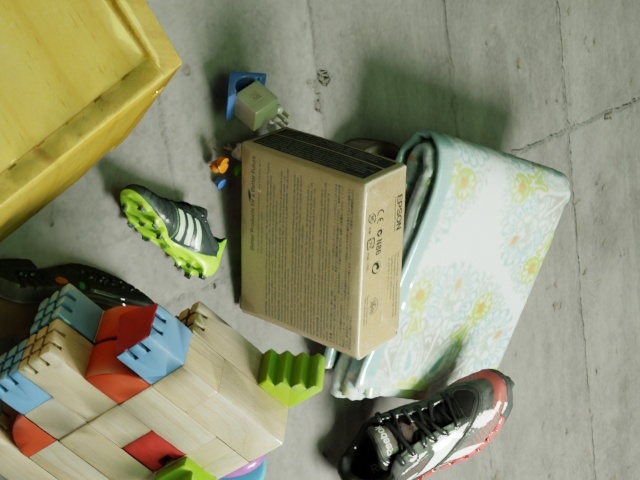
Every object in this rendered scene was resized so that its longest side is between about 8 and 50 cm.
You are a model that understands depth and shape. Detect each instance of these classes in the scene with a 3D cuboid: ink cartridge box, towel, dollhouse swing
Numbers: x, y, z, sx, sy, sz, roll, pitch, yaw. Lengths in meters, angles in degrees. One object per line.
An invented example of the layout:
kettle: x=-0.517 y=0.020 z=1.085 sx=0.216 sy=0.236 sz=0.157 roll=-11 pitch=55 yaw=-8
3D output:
ink cartridge box: x=0.000 y=0.000 z=1.666 sx=0.088 sy=0.193 sz=0.234 roll=-27 pitch=129 yaw=-44
towel: x=0.173 y=0.050 z=1.891 sx=0.321 sy=0.090 sz=0.374 roll=11 pitch=104 yaw=-50
dollhouse swing: x=-0.376 y=-0.160 z=1.345 sx=0.305 sy=0.315 sz=0.347 roll=48 pitch=62 yaw=-4

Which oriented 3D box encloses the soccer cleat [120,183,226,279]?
soccer cleat: x=-0.173 y=-0.023 z=1.627 sx=0.179 sy=0.060 sz=0.072 roll=50 pitch=55 yaw=-45

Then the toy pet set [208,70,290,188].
toy pet set: x=-0.098 y=-0.145 z=1.682 sx=0.122 sy=0.065 sz=0.114 roll=-37 pitch=157 yaw=-29

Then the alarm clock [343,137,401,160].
alarm clock: x=0.054 y=-0.072 z=1.826 sx=0.192 sy=0.064 sz=0.129 roll=9 pitch=92 yaw=-41

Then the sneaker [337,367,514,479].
sneaker: x=0.135 y=0.261 z=1.849 sx=0.276 sy=0.097 sz=0.135 roll=-36 pitch=151 yaw=15

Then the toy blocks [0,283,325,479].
toy blocks: x=-0.225 y=0.164 z=1.452 sx=0.261 sy=0.381 sz=0.190 roll=43 pitch=33 yaw=-26

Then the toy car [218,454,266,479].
toy car: x=-0.124 y=0.236 z=1.666 sx=0.159 sy=0.136 sz=0.182 roll=-37 pitch=122 yaw=-32

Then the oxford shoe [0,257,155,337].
oxford shoe: x=-0.283 y=0.079 z=1.537 sx=0.227 sy=0.083 sz=0.096 roll=8 pitch=111 yaw=-43
